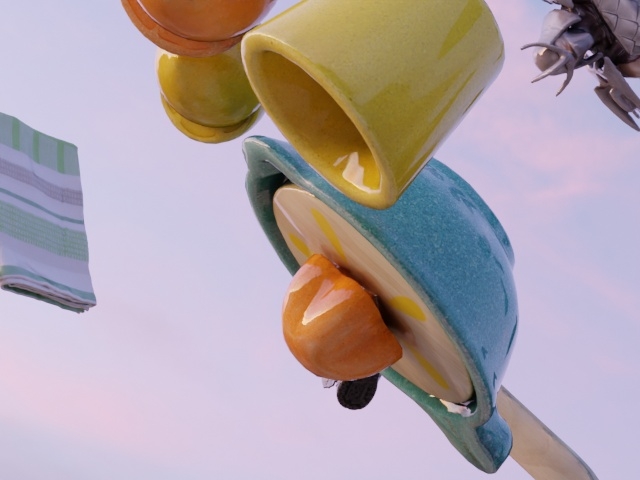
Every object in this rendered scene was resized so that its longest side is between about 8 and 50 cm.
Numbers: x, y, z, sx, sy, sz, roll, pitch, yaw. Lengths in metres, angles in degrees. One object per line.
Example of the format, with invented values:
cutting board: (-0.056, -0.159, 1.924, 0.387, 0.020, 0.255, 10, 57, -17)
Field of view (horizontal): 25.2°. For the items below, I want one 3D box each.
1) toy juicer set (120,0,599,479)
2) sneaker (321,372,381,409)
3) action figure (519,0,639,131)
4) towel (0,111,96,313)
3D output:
toy juicer set: (0.000, 0.000, 0.582, 0.209, 0.089, 0.329, 36, -19, 38)
sneaker: (0.051, 0.105, 1.446, 0.051, 0.089, 0.170, 26, -62, -11)
action figure: (0.246, -0.194, 0.953, 0.185, 0.285, 0.099, 55, -8, -26)
towel: (-0.225, -0.023, 1.160, 0.023, 0.152, 0.113, -18, -22, 24)
